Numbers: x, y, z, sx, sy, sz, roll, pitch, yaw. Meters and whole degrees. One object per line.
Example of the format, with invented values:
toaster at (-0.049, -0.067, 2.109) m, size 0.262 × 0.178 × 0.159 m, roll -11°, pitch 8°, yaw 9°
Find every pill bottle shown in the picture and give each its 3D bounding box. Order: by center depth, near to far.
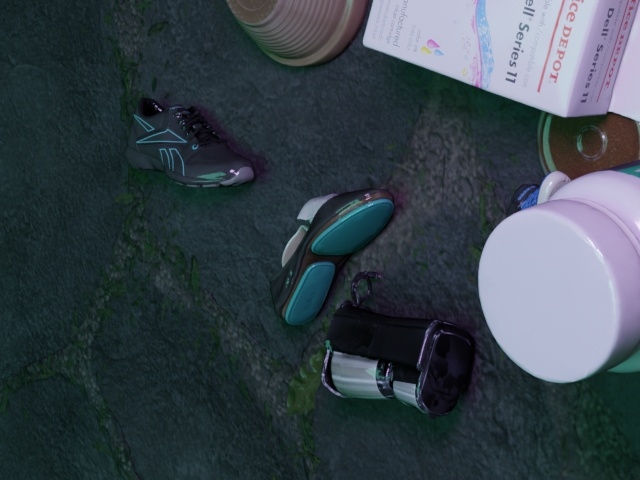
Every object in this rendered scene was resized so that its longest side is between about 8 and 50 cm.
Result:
pill bottle at (0.342, 0.017, 1.561) m, size 0.204 × 0.361 × 0.204 m, roll 18°, pitch 115°, yaw 43°

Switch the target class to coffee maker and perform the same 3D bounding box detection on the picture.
coffee maker at (0.101, 0.134, 2.002) m, size 0.178 × 0.120 × 0.171 m, roll 5°, pitch 100°, yaw 44°

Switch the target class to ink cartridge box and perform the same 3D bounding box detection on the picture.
ink cartridge box at (0.240, -0.266, 1.730) m, size 0.353 × 0.119 × 0.207 m, roll 23°, pitch 108°, yaw 31°

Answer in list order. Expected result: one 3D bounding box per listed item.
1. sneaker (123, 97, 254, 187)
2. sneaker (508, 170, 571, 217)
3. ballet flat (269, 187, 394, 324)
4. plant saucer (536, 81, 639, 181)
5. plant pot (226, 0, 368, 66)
sneaker at (-0.199, -0.142, 2.266) m, size 0.267 × 0.101 × 0.106 m, roll 18°, pitch 107°, yaw 41°
sneaker at (0.257, -0.044, 1.821) m, size 0.084 × 0.058 × 0.152 m, roll 43°, pitch 165°, yaw 32°
ballet flat at (0.000, 0.000, 2.102) m, size 0.280 × 0.095 × 0.096 m, roll -53°, pitch 49°, yaw 37°
plant saucer at (0.325, -0.116, 1.794) m, size 0.198 × 0.036 × 0.198 m, roll 9°, pitch 103°, yaw 43°
plant pot at (-0.054, -0.352, 2.077) m, size 0.237 × 0.110 × 0.237 m, roll 10°, pitch 105°, yaw 42°
